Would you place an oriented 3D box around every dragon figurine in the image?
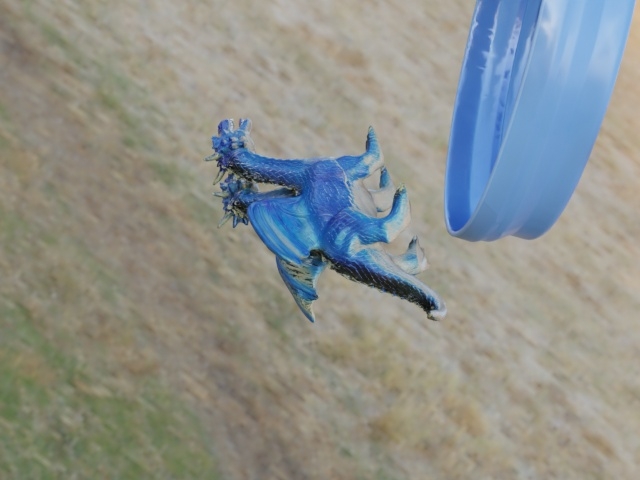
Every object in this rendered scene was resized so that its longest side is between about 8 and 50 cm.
[{"bbox_3d":[0.000,0.000,1.092,0.085,0.144,0.289,68,-1,-46],"label":"dragon figurine"}]

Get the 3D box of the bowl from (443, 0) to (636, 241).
[{"bbox_3d":[0.190,-0.184,1.238,0.077,0.391,0.391,12,19,-3],"label":"bowl"}]
